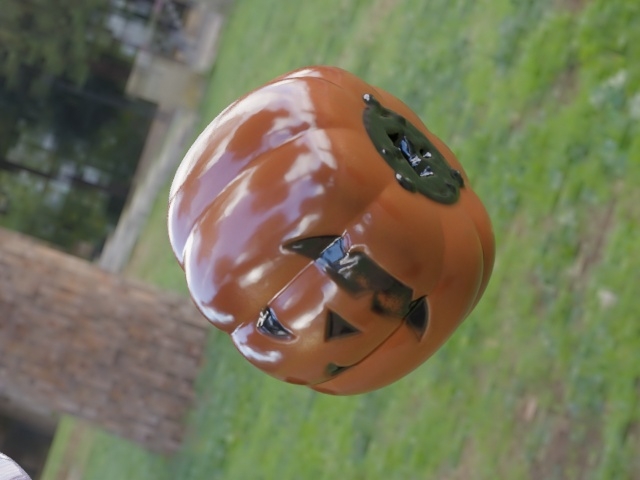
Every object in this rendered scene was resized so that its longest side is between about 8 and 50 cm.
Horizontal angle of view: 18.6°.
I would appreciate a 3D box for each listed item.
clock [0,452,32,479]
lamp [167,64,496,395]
[{"bbox_3d":[-0.175,0.207,1.063,0.198,0.064,0.172,-36,74,52],"label":"clock"},{"bbox_3d":[0.000,0.000,1.115,0.164,0.187,0.187,-42,21,23],"label":"lamp"}]
